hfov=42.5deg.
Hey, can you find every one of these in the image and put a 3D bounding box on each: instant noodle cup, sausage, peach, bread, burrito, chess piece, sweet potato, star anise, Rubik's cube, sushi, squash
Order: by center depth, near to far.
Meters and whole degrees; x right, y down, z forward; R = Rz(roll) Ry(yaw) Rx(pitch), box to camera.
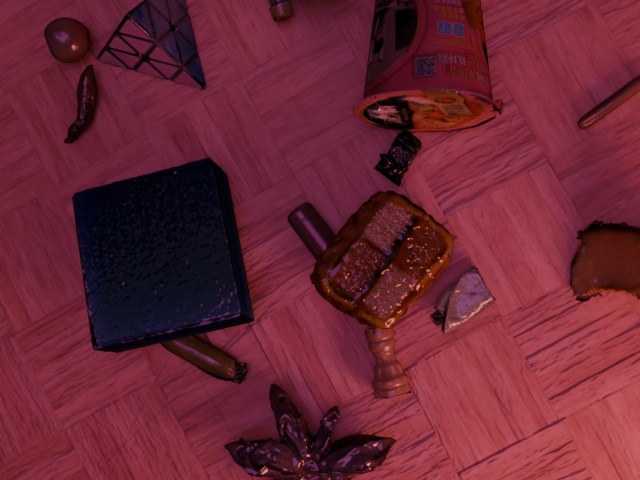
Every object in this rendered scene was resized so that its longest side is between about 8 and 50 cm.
[{"bbox_3d":[0.490,0.040,1.346,0.160,0.169,0.140,8,92,21],"label":"bread"},{"bbox_3d":[0.174,-0.325,1.350,0.243,0.244,0.255,2,82,7],"label":"instant noodle cup"},{"bbox_3d":[0.105,0.037,1.379,0.181,0.096,0.222,41,83,-9],"label":"bread"},{"bbox_3d":[0.495,-0.233,1.399,0.132,0.024,0.024,-37,86,4],"label":"sausage"},{"bbox_3d":[0.136,-0.144,1.410,0.056,0.084,0.083,38,92,5],"label":"sushi"},{"bbox_3d":[-0.028,0.369,1.414,0.257,0.110,0.199,28,92,0],"label":"star anise"},{"bbox_3d":[0.239,0.104,1.415,0.118,0.044,0.074,-35,89,3],"label":"burrito"},{"bbox_3d":[-0.278,-0.346,1.418,0.190,0.178,0.211,42,95,2],"label":"Rubik's cube"},{"bbox_3d":[0.114,0.208,1.424,0.066,0.066,0.122,-12,82,6],"label":"chess piece"},{"bbox_3d":[-0.214,0.201,1.467,0.183,0.052,0.052,30,93,3],"label":"squash"},{"bbox_3d":[-0.455,-0.362,1.486,0.083,0.083,0.083,0,89,7],"label":"peach"},{"bbox_3d":[-0.431,-0.244,1.502,0.041,0.038,0.153,24,101,30],"label":"sweet potato"}]

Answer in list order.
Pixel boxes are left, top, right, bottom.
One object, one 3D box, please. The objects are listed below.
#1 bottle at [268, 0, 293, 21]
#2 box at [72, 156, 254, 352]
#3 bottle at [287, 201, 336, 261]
[{"bbox_3d":[-0.102,-0.517,1.445,0.083,0.083,0.270,-15,92,6],"label":"bottle"},{"bbox_3d":[-0.271,0.031,1.424,0.261,0.116,0.279,-13,77,5],"label":"box"},{"bbox_3d":[0.000,0.000,1.440,0.053,0.053,0.140,-37,86,5],"label":"bottle"}]
